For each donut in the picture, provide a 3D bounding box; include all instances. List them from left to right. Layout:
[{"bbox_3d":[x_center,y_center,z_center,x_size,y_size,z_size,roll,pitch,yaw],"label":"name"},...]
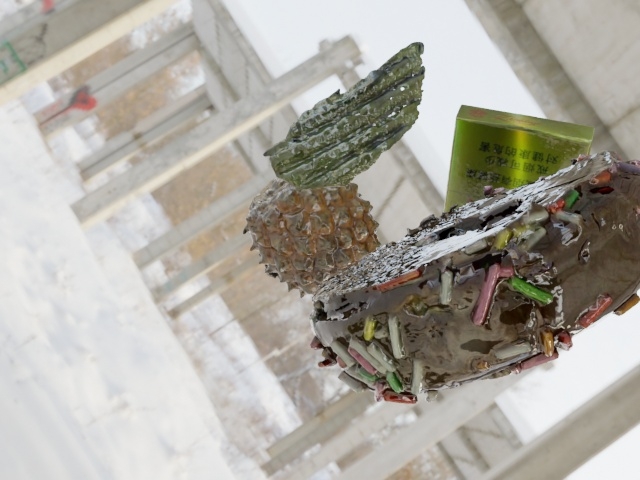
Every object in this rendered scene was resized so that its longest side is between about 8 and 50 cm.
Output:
[{"bbox_3d":[0.119,0.026,0.640,0.103,0.269,0.269,64,-9,-4],"label":"donut"}]

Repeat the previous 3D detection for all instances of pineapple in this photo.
[{"bbox_3d":[0.000,0.000,1.138,0.193,0.166,0.166,48,-5,-17],"label":"pineapple"}]

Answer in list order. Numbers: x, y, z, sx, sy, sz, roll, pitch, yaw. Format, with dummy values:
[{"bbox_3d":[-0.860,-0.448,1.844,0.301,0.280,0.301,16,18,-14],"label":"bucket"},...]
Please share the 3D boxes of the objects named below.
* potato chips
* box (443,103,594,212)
[{"bbox_3d":[0.043,-0.119,0.912,0.092,0.207,0.028,52,-11,13],"label":"potato chips"},{"bbox_3d":[0.252,-0.028,1.213,0.173,0.043,0.311,12,-50,14],"label":"box"}]
